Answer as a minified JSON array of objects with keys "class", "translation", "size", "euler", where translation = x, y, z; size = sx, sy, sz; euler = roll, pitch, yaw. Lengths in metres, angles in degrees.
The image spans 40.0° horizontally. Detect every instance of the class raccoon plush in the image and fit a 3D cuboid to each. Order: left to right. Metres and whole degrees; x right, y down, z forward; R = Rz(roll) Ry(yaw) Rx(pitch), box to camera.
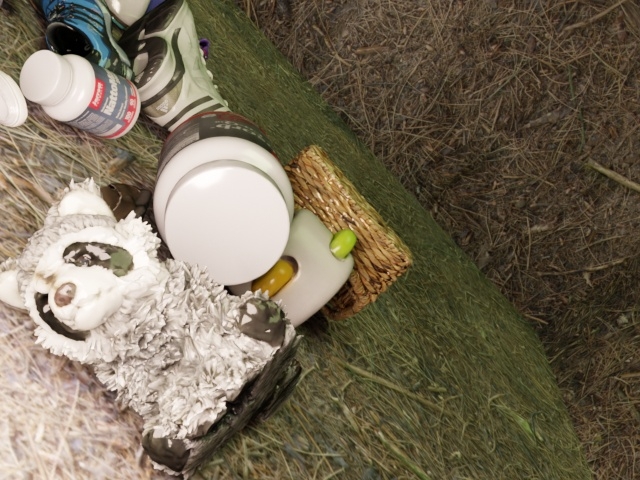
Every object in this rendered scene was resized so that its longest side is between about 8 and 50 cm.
[{"class":"raccoon plush","translation":[-0.201,0.118,1.053],"size":[0.299,0.216,0.446],"euler":[38,-17,12]}]

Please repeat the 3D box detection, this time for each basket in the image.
[{"class":"basket","translation":[0.000,0.000,1.640],"size":[0.299,0.223,0.213],"euler":[50,8,-3]}]

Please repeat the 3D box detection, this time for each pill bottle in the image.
[{"class":"pill bottle","translation":[-0.382,-0.233,1.396],"size":[0.108,0.108,0.180],"euler":[55,17,23]},{"class":"pill bottle","translation":[-0.151,-0.071,1.359],"size":[0.210,0.210,0.363],"euler":[44,7,-19]}]

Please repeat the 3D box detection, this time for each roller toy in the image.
[{"class":"roller toy","translation":[-0.057,0.048,1.464],"size":[0.146,0.191,0.209],"euler":[47,58,-8]}]

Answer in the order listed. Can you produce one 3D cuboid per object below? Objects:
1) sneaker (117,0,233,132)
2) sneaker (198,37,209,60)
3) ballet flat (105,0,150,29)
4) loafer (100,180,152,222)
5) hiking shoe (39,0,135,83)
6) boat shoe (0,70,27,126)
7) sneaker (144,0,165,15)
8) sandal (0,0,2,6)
[{"class":"sneaker","translation":[-0.298,-0.342,1.884],"size":[0.257,0.169,0.447],"euler":[50,20,-32]},{"class":"sneaker","translation":[-0.309,-0.445,2.144],"size":[0.068,0.071,0.169],"euler":[52,30,-38]},{"class":"ballet flat","translation":[-0.534,-0.649,1.949],"size":[0.400,0.139,0.139],"euler":[43,16,-20]},{"class":"loafer","translation":[-0.293,-0.032,1.240],"size":[0.078,0.080,0.220],"euler":[22,11,-10]},{"class":"hiking shoe","translation":[-0.445,-0.391,1.595],"size":[0.304,0.113,0.132],"euler":[55,15,22]},{"class":"boat shoe","translation":[-0.478,-0.225,1.196],"size":[0.184,0.066,0.063],"euler":[52,29,2]},{"class":"sneaker","translation":[-0.482,-0.630,2.106],"size":[0.182,0.127,0.315],"euler":[20,25,-54]},{"class":"sandal","translation":[-0.600,-0.480,1.437],"size":[0.054,0.097,0.254],"euler":[-18,64,-45]}]
